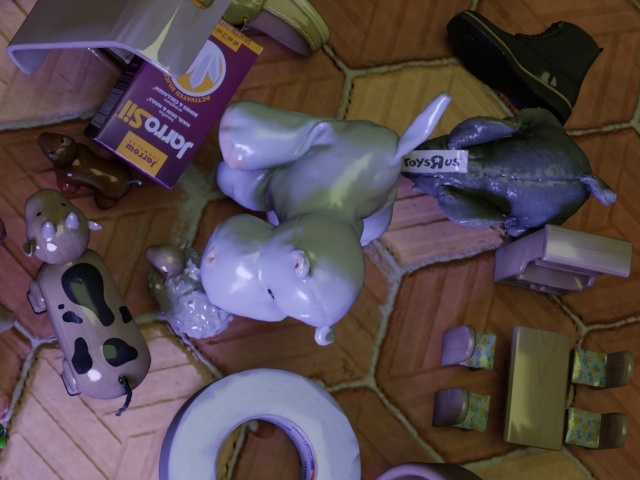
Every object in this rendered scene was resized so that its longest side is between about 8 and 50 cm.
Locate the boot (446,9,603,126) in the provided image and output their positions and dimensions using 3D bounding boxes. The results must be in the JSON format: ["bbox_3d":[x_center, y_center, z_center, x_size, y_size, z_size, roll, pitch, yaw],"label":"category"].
[{"bbox_3d":[0.264,-0.255,1.575,0.198,0.077,0.137,41,66,-18],"label":"boot"}]

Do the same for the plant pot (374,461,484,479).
[{"bbox_3d":[0.188,0.375,1.351,0.229,0.263,0.263,6,77,-34],"label":"plant pot"}]

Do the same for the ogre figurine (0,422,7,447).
[{"bbox_3d":[-0.435,0.185,1.276,0.197,0.096,0.118,47,52,-18],"label":"ogre figurine"}]

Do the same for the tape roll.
[{"bbox_3d":[-0.068,0.254,1.372,0.219,0.072,0.219,3,78,-14],"label":"tape roll"}]

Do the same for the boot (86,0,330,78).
[{"bbox_3d":[-0.140,-0.245,1.439,0.262,0.095,0.203,33,72,-5],"label":"boot"}]

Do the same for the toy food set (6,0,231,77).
[{"bbox_3d":[-0.188,-0.263,1.286,0.092,0.306,0.220,41,70,-35],"label":"toy food set"}]

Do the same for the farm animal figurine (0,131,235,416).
[{"bbox_3d":[-0.290,0.045,1.298,0.330,0.172,0.327,-41,92,-19],"label":"farm animal figurine"}]

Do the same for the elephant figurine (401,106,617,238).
[{"bbox_3d":[0.184,-0.078,1.450,0.239,0.186,0.169,4,56,-26],"label":"elephant figurine"}]

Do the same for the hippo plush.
[{"bbox_3d":[0.000,0.000,1.327,0.294,0.234,0.237,3,59,19],"label":"hippo plush"}]

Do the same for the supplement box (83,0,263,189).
[{"bbox_3d":[-0.162,-0.163,1.348,0.104,0.081,0.188,34,87,-21],"label":"supplement box"}]

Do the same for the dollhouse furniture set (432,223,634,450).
[{"bbox_3d":[0.270,0.121,1.446,0.212,0.161,0.242,11,76,-14],"label":"dollhouse furniture set"}]
